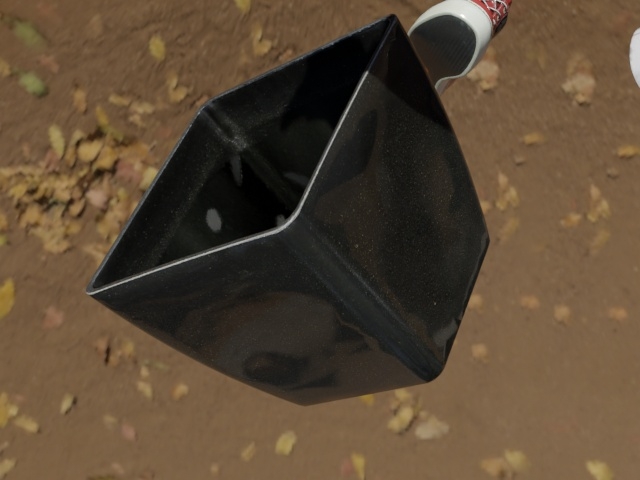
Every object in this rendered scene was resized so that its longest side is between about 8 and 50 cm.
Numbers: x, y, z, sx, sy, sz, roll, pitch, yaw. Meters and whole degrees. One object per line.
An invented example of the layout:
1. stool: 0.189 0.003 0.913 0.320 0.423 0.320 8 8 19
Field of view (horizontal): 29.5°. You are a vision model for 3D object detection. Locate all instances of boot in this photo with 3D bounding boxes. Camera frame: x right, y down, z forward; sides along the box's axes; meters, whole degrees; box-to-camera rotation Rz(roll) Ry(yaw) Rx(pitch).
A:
1. boot: 0.188 -0.273 1.497 0.088 0.244 0.176 44 74 1

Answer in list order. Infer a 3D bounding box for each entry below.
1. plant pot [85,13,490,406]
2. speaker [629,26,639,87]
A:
1. plant pot: 0.000 0.000 0.779 0.187 0.188 0.167 -17 126 41
2. speaker: 0.244 -0.119 0.696 0.055 0.055 0.136 45 150 -17
